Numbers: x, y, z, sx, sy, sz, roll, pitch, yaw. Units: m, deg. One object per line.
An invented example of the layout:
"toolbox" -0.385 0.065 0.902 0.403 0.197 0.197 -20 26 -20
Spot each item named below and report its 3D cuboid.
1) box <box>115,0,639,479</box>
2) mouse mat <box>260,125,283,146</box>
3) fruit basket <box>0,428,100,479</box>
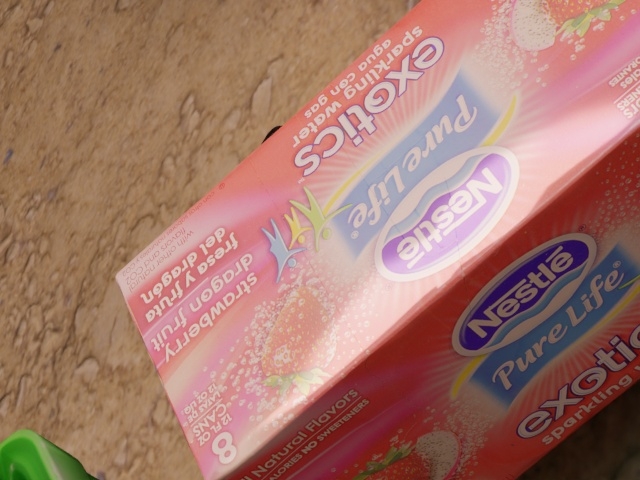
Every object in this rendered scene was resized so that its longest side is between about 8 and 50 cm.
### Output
"box" 0.075 -0.004 0.644 0.300 0.154 0.142 -41 46 9
"mouse mat" 0.000 0.000 0.832 0.190 0.007 0.152 4 73 51
"fruit basket" -0.227 0.286 0.731 0.392 0.392 0.283 -57 42 12
